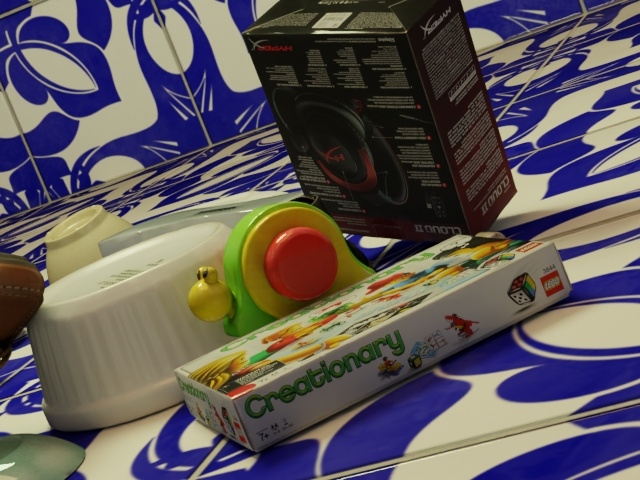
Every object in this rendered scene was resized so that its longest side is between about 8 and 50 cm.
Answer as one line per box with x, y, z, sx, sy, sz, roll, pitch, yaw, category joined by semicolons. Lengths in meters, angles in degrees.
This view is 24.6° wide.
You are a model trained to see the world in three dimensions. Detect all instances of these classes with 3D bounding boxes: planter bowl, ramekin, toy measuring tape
-0.328;0.018;2.107;0.162;0.109;0.162;-25;20;10;planter bowl
-0.173;0.079;1.498;0.273;0.127;0.273;-20;10;4;ramekin
0.023;0.003;1.412;0.330;0.121;0.121;-17;8;-22;toy measuring tape

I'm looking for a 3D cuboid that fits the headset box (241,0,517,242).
0.071;-0.123;1.585;0.218;0.293;0.110;5;39;38;headset box

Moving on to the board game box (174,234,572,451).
0.040;0.080;1.263;0.305;0.053;0.193;-25;10;-17;board game box

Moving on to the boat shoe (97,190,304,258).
-0.140;0.014;1.843;0.306;0.105;0.113;-10;10;23;boat shoe

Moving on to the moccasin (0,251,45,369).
-0.399;0.136;1.456;0.380;0.147;0.139;-35;-34;28;moccasin

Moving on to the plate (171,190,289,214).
-0.214;-0.010;2.287;0.278;0.045;0.277;-14;13;40;plate

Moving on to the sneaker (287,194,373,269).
0.000;0.000;1.576;0.083;0.118;0.222;-21;10;3;sneaker

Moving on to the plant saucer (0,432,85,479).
-0.309;0.215;1.325;0.195;0.037;0.195;-21;11;4;plant saucer
